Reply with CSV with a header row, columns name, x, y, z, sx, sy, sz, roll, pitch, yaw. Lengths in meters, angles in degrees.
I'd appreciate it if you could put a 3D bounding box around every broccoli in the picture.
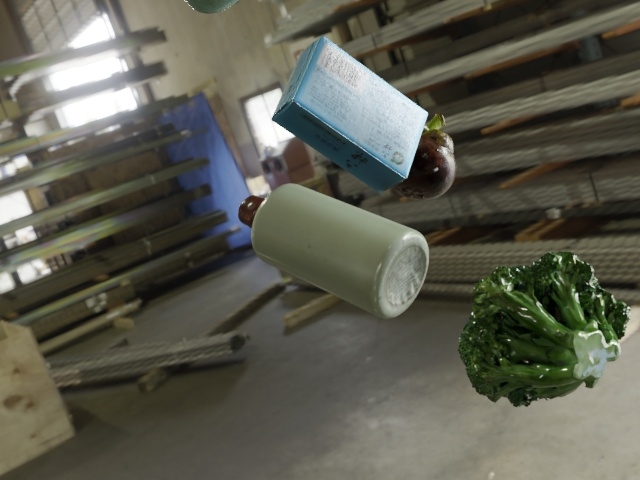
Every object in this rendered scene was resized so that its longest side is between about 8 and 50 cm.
name,x,y,z,sx,sy,sz,roll,pitch,yaw
broccoli,0.368,0.159,1.294,0.294,0.265,0.245,-37,21,-23

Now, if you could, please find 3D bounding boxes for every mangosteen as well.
name,x,y,z,sx,sy,sz,roll,pitch,yaw
mangosteen,0.195,-0.172,1.541,0.156,0.181,0.146,6,-1,39

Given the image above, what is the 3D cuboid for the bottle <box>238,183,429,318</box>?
name,x,y,z,sx,sy,sz,roll,pitch,yaw
bottle,0.000,0.000,0.906,0.245,0.104,0.104,23,35,35

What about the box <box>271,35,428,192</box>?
name,x,y,z,sx,sy,sz,roll,pitch,yaw
box,0.051,-0.202,1.271,0.083,0.232,0.142,-26,38,53

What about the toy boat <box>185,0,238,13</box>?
name,x,y,z,sx,sy,sz,roll,pitch,yaw
toy boat,-0.144,-0.431,1.123,0.134,0.207,0.079,29,17,12
